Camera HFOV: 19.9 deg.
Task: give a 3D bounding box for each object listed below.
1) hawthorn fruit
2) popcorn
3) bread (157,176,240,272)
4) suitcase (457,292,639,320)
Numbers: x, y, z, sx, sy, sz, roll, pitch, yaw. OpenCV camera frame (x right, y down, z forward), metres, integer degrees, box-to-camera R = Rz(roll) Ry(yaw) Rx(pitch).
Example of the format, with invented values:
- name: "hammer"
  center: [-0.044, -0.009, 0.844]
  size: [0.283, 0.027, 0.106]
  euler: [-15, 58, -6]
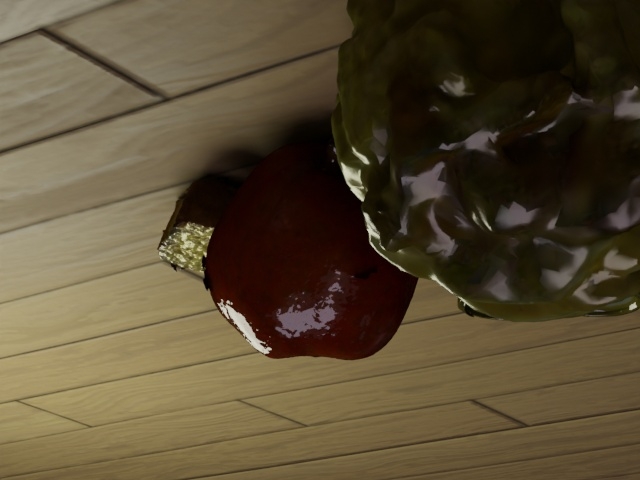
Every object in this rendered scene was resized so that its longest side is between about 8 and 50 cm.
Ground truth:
- name: "hawthorn fruit"
  center: [0.000, 0.000, 1.529]
  size: [0.185, 0.185, 0.202]
  euler: [6, 127, -9]
- name: "popcorn"
  center: [0.129, -0.087, 1.193]
  size: [0.293, 0.237, 0.293]
  euler: [14, 124, 21]
- name: "bread"
  center: [-0.069, -0.003, 1.671]
  size: [0.187, 0.065, 0.103]
  euler: [14, 157, -32]
- name: "suitcase"
  center: [0.181, -0.022, 1.486]
  size: [0.194, 0.143, 0.235]
  euler: [-5, 158, 17]
